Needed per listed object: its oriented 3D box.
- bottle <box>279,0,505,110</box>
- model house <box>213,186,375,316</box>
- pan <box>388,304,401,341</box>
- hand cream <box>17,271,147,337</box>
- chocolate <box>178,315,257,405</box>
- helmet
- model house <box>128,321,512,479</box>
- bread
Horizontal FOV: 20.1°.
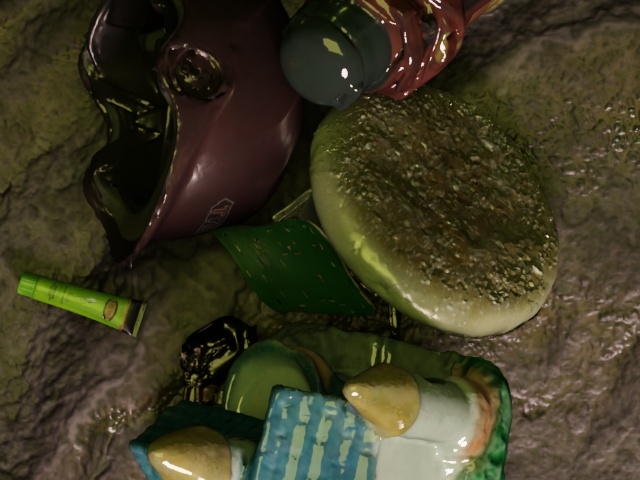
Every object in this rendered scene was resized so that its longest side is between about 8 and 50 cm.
[{"bbox_3d":[0.065,-0.218,1.606,0.156,0.143,0.271,49,50,-1],"label":"bottle"},{"bbox_3d":[0.000,0.000,1.658,0.088,0.167,0.117,-47,113,-28],"label":"model house"},{"bbox_3d":[0.071,0.110,1.696,0.068,0.023,0.115,-1,87,3],"label":"pan"},{"bbox_3d":[-0.227,0.058,1.717,0.122,0.023,0.036,17,82,0],"label":"hand cream"},{"bbox_3d":[-0.106,0.143,1.691,0.072,0.070,0.147,15,75,14],"label":"chocolate"},{"bbox_3d":[-0.105,-0.116,1.625,0.177,0.225,0.305,3,66,-27],"label":"helmet"},{"bbox_3d":[-0.028,0.156,1.507,0.267,0.325,0.194,9,84,36],"label":"model house"},{"bbox_3d":[0.110,-0.033,1.622,0.267,0.040,0.267,18,53,-25],"label":"bread"}]
